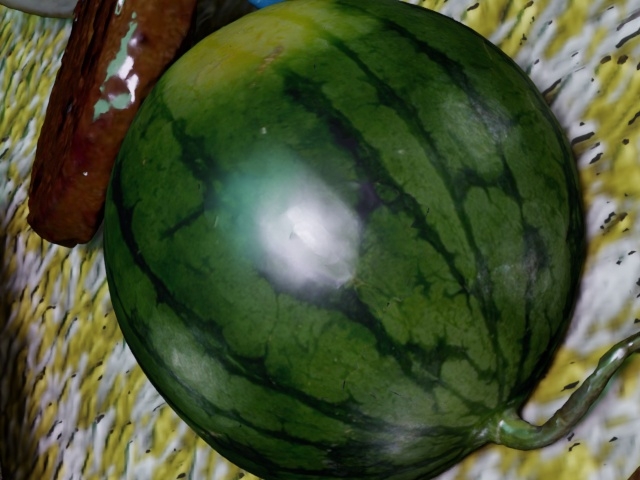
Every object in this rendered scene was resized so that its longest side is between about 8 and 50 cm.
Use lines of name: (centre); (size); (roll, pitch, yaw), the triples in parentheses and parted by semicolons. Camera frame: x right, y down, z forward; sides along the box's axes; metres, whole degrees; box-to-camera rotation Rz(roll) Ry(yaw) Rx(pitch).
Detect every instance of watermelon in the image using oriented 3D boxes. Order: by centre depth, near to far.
watermelon: (-0.005, -0.004, 0.489); (0.204, 0.127, 0.232); (-40, 57, 17)

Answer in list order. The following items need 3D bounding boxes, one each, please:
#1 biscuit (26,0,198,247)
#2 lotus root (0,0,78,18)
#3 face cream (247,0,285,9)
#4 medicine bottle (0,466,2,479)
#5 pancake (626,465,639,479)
biscuit: (-0.105, -0.088, 0.622); (0.192, 0.049, 0.192); (-166, 90, -72)
lotus root: (-0.122, -0.231, 0.684); (0.235, 0.119, 0.138); (-30, 56, 29)
face cream: (0.060, -0.250, 0.561); (0.163, 0.080, 0.336); (39, 100, 41)
medicine bottle: (-0.263, 0.102, 0.610); (0.202, 0.202, 0.315); (-34, 53, 26)
pancake: (0.165, 0.207, 0.302); (0.356, 0.065, 0.356); (-17, 61, 33)
